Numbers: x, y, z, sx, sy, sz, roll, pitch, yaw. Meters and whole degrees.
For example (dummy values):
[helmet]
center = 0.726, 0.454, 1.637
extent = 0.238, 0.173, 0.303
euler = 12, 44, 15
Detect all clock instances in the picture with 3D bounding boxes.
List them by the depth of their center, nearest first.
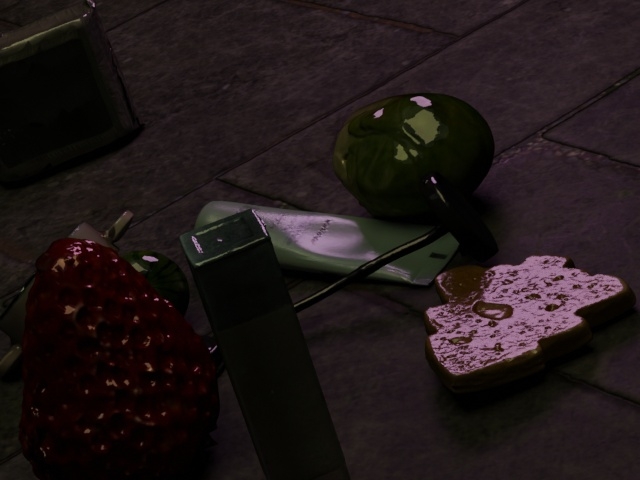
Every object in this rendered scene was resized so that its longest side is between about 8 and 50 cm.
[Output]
[clock]
center = -0.290, 0.050, 2.030
extent = 0.229, 0.063, 0.155
euler = -53, 4, -4

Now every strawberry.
[strawberry]
center = -0.209, 0.111, 1.747
extent = 0.205, 0.244, 0.205
euler = -16, 25, 8

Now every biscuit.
[biscuit]
center = 0.182, 0.083, 1.787
extent = 0.212, 0.041, 0.238
euler = 5, 32, 31

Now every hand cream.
[hand cream]
center = 0.000, 0.000, 2.053
extent = 0.321, 0.067, 0.109
euler = 5, 35, 30

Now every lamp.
[lamp]
center = -0.005, 0.029, 1.917
extent = 0.371, 0.108, 0.130
euler = -19, 24, 4

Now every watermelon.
[watermelon]
center = -0.190, 0.061, 2.003
extent = 0.109, 0.109, 0.109
euler = -14, 27, 7

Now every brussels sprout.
[brussels sprout]
center = 0.107, -0.095, 2.072
extent = 0.181, 0.144, 0.161
euler = 26, 72, 45

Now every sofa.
[sofa]
center = -0.385, -0.214, 2.533
extent = 0.225, 0.210, 0.176
euler = -25, 26, -7

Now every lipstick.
[lipstick]
center = -0.032, 0.131, 1.514
extent = 0.068, 0.317, 0.066
euler = -21, 27, -7
